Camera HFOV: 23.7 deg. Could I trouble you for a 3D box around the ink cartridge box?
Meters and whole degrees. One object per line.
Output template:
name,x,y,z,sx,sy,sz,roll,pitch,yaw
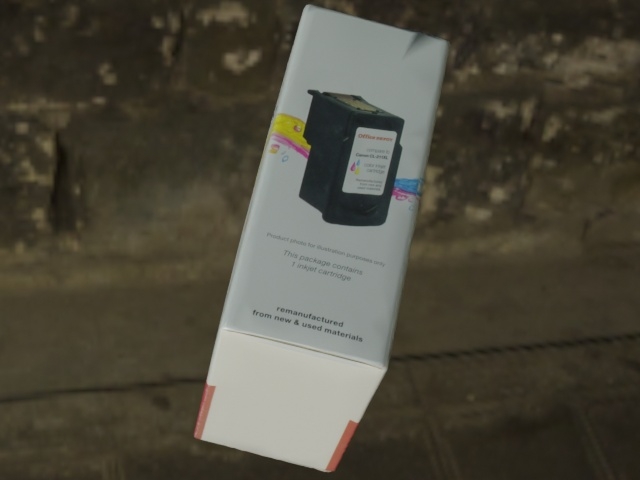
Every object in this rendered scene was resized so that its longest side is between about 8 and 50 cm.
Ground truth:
ink cartridge box,0.000,0.000,0.710,0.072,0.127,0.175,14,60,-2
